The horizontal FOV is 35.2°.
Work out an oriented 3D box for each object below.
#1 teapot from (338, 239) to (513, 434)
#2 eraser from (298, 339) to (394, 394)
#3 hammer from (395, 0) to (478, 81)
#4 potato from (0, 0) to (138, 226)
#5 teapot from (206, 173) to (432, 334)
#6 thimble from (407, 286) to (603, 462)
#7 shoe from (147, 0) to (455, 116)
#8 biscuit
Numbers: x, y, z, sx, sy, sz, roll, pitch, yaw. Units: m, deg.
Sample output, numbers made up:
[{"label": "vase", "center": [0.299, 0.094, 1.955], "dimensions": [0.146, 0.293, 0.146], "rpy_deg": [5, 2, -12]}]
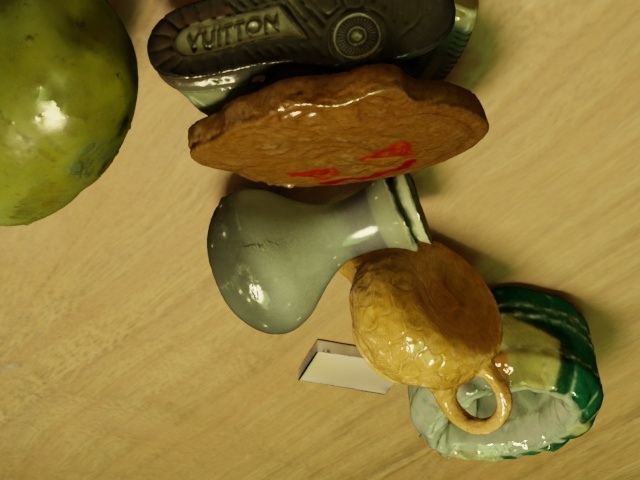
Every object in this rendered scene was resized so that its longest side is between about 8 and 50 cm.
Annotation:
[{"label": "teapot", "center": [0.122, 0.120, 1.293], "dimensions": [0.167, 0.311, 0.203], "rpy_deg": [-44, 169, 36]}, {"label": "eraser", "center": [0.051, 0.198, 1.573], "dimensions": [0.150, 0.023, 0.104], "rpy_deg": [11, 143, -14]}, {"label": "hammer", "center": [0.099, -0.174, 1.053], "dimensions": [0.159, 0.041, 0.226], "rpy_deg": [13, 142, -16]}, {"label": "potato", "center": [-0.291, -0.133, 0.969], "dimensions": [0.216, 0.215, 0.304], "rpy_deg": [22, 153, -26]}, {"label": "teapot", "center": [0.000, 0.000, 1.195], "dimensions": [0.251, 0.183, 0.183], "rpy_deg": [-20, 140, 9]}, {"label": "thimble", "center": [0.255, 0.200, 1.453], "dimensions": [0.254, 0.167, 0.288], "rpy_deg": [24, 137, -26]}, {"label": "shoe", "center": [-0.010, -0.185, 0.994], "dimensions": [0.293, 0.109, 0.149], "rpy_deg": [-6, 163, 10]}, {"label": "biscuit", "center": [0.021, -0.103, 1.014], "dimensions": [0.273, 0.049, 0.257], "rpy_deg": [-16, 162, 36]}]
